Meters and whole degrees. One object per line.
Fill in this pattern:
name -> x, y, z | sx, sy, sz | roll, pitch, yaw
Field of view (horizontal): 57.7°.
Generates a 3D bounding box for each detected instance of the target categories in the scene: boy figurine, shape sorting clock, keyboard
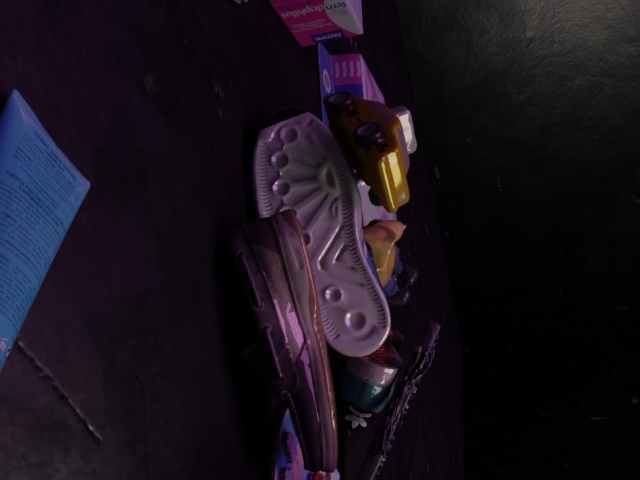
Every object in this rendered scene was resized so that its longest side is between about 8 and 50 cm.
boy figurine -> 0.126, 0.034, 1.142 | 0.177, 0.092, 0.285 | -65, 157, -15
shape sorting clock -> -0.013, 0.299, 0.724 | 0.206, 0.040, 0.206 | -7, 90, -73
keyboard -> 0.108, 0.261, 0.856 | 0.317, 0.033, 0.201 | -61, 166, -21

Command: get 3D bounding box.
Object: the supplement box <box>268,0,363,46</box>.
supplement box -> -0.017, -0.397, 0.861 | 0.220, 0.111, 0.113 | 25, 60, -69

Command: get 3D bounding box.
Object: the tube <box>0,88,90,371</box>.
tube -> -0.177, 0.008, 0.315 | 0.080, 0.052, 0.207 | 72, 15, -46

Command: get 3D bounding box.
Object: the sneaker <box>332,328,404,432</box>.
sneaker -> 0.069, 0.207, 0.944 | 0.302, 0.108, 0.121 | -31, 141, -81

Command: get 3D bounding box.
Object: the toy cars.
toy cars -> 0.066, -0.118, 0.820 | 0.394, 0.087, 0.176 | 149, -82, -85

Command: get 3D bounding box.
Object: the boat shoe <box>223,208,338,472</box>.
boat shoe -> -0.040, 0.112, 0.629 | 0.103, 0.093, 0.285 | -121, -160, -86

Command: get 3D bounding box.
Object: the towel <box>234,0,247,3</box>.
towel -> -0.125, -0.360, 0.667 | 0.113, 0.023, 0.151 | -31, 115, -69

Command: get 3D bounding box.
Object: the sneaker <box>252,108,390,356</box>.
sneaker -> 0.001, 0.000, 0.800 | 0.236, 0.130, 0.322 | 112, -43, -88

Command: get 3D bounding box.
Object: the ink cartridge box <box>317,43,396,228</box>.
ink cartridge box -> 0.084, -0.193, 1.178 | 0.330, 0.072, 0.323 | 20, 65, -72
